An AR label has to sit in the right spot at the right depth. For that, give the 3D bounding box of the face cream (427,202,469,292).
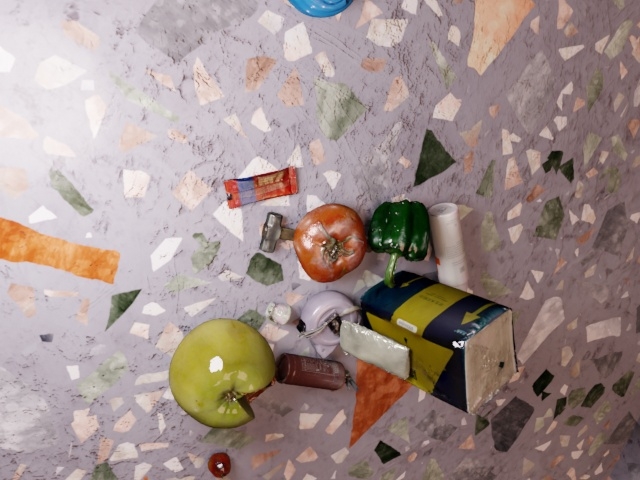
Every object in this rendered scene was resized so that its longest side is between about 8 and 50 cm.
[{"bbox_3d":[0.422,0.051,1.775,0.102,0.102,0.345,-22,116,-16],"label":"face cream"}]

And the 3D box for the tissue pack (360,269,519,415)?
[{"bbox_3d":[0.343,0.284,1.619,0.253,0.416,0.264,-28,119,-31],"label":"tissue pack"}]

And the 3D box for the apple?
[{"bbox_3d":[-0.262,0.364,1.490,0.292,0.254,0.292,-6,107,-19],"label":"apple"}]

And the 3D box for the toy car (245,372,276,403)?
[{"bbox_3d":[-0.186,0.445,1.679,0.122,0.035,0.059,-35,115,-7],"label":"toy car"}]

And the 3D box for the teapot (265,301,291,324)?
[{"bbox_3d":[-0.130,0.217,1.612,0.064,0.064,0.083,22,130,-22],"label":"teapot"}]

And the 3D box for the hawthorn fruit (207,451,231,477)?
[{"bbox_3d":[-0.311,0.696,1.693,0.077,0.077,0.077,-8,112,-22],"label":"hawthorn fruit"}]

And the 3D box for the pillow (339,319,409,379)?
[{"bbox_3d":[0.155,0.317,1.587,0.051,0.229,0.128,-41,142,-43],"label":"pillow"}]

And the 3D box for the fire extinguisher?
[{"bbox_3d":[-0.005,0.422,1.713,0.269,0.105,0.105,17,101,-30],"label":"fire extinguisher"}]

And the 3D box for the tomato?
[{"bbox_3d":[0.038,0.017,1.549,0.236,0.095,0.237,-10,114,-24],"label":"tomato"}]

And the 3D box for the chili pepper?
[{"bbox_3d":[0.238,0.011,1.624,0.174,0.165,0.261,14,79,-39],"label":"chili pepper"}]

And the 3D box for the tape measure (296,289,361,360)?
[{"bbox_3d":[0.024,0.248,1.662,0.196,0.105,0.178,-46,120,-2],"label":"tape measure"}]

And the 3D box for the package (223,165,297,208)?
[{"bbox_3d":[-0.159,-0.145,1.480,0.200,0.022,0.083,-15,113,-18],"label":"package"}]

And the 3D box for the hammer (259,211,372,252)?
[{"bbox_3d":[0.000,0.000,1.598,0.365,0.043,0.111,9,103,-28],"label":"hammer"}]

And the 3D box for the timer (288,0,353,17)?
[{"bbox_3d":[0.009,-0.731,1.291,0.309,0.115,0.340,35,91,-33],"label":"timer"}]
